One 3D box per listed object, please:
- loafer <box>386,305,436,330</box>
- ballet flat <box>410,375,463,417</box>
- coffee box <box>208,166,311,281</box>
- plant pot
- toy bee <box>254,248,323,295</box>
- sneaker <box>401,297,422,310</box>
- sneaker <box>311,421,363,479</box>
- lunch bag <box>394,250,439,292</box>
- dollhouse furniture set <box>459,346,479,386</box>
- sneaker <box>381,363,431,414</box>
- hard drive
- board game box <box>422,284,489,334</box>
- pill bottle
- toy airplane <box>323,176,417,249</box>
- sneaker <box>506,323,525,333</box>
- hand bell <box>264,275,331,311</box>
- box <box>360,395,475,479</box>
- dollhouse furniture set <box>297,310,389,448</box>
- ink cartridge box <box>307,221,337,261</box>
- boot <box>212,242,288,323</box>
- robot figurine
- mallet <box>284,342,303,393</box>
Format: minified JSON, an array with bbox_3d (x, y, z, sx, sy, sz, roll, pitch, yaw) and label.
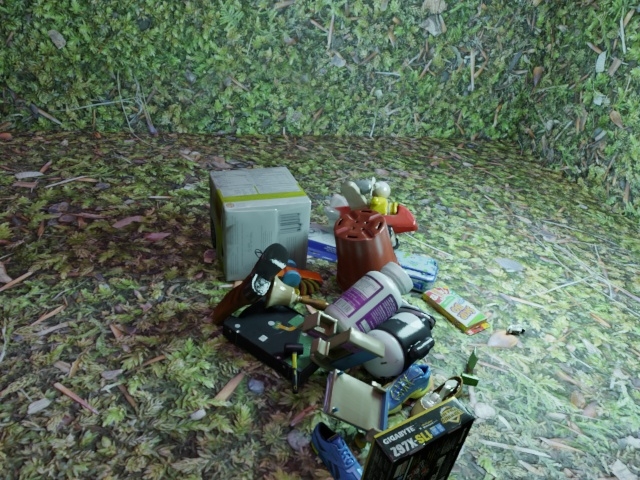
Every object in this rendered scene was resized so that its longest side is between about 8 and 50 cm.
[{"bbox_3d":[0.264,0.292,1.897,0.303,0.109,0.095,12,50,18],"label":"loafer"},{"bbox_3d":[0.363,0.485,1.606,0.232,0.073,0.080,-22,44,-41],"label":"ballet flat"},{"bbox_3d":[-0.260,-0.077,2.119,0.339,0.337,0.334,-7,34,-21],"label":"coffee box"},{"bbox_3d":[0.173,0.036,2.042,0.273,0.265,0.272,-8,38,7],"label":"plant pot"},{"bbox_3d":[-0.151,0.149,1.991,0.298,0.162,0.195,32,21,-9],"label":"toy bee"},{"bbox_3d":[0.320,0.264,1.985,0.135,0.052,0.058,19,37,18],"label":"sneaker"},{"bbox_3d":[0.051,0.572,1.377,0.069,0.082,0.209,-16,40,-38],"label":"sneaker"},{"bbox_3d":[0.383,0.130,2.188,0.219,0.090,0.176,16,34,13],"label":"lunch bag"},{"bbox_3d":[0.494,0.423,1.739,0.059,0.076,0.151,13,32,6],"label":"dollhouse furniture set"},{"bbox_3d":[0.249,0.443,1.595,0.240,0.126,0.091,-16,38,-35],"label":"sneaker"},{"bbox_3d":[-0.130,0.326,1.755,0.339,0.064,0.237,25,35,27],"label":"hard drive"},{"bbox_3d":[0.536,0.271,2.047,0.124,0.039,0.259,-15,41,-32],"label":"board game box"},{"bbox_3d":[0.174,0.215,1.808,0.302,0.169,0.169,-38,48,-15],"label":"pill bottle"},{"bbox_3d":[0.211,-0.143,2.306,0.385,0.272,0.386,27,-11,-14],"label":"toy airplane"},{"bbox_3d":[0.749,0.342,1.980,0.083,0.031,0.037,-9,35,-26],"label":"sneaker"},{"bbox_3d":[-0.065,0.212,1.830,0.242,0.126,0.126,18,30,-10],"label":"hand bell"},{"bbox_3d":[0.213,0.543,1.231,0.257,0.321,0.079,-12,38,-30],"label":"box"},{"bbox_3d":[0.027,0.419,1.498,0.287,0.198,0.303,30,47,-24],"label":"dollhouse furniture set"},{"bbox_3d":[0.000,0.000,2.345,0.224,0.045,0.224,16,32,11],"label":"ink cartridge box"},{"bbox_3d":[-0.243,0.152,1.814,0.096,0.280,0.264,36,46,-18],"label":"boot"},{"bbox_3d":[0.255,0.347,1.718,0.278,0.209,0.173,-21,59,-41],"label":"robot figurine"},{"bbox_3d":[-0.089,0.385,1.578,0.063,0.039,0.189,9,35,-2],"label":"mallet"}]
